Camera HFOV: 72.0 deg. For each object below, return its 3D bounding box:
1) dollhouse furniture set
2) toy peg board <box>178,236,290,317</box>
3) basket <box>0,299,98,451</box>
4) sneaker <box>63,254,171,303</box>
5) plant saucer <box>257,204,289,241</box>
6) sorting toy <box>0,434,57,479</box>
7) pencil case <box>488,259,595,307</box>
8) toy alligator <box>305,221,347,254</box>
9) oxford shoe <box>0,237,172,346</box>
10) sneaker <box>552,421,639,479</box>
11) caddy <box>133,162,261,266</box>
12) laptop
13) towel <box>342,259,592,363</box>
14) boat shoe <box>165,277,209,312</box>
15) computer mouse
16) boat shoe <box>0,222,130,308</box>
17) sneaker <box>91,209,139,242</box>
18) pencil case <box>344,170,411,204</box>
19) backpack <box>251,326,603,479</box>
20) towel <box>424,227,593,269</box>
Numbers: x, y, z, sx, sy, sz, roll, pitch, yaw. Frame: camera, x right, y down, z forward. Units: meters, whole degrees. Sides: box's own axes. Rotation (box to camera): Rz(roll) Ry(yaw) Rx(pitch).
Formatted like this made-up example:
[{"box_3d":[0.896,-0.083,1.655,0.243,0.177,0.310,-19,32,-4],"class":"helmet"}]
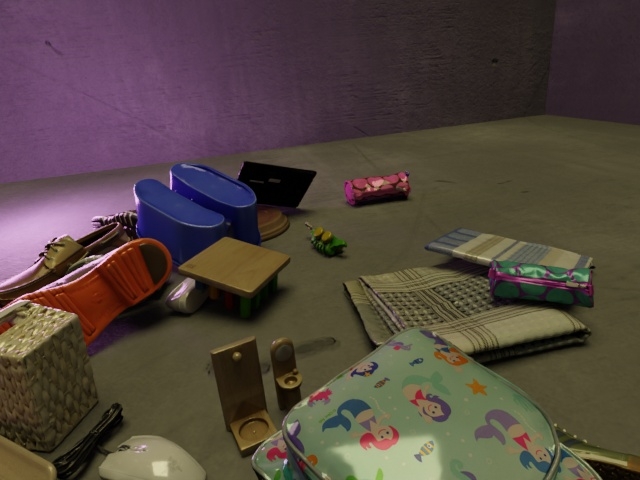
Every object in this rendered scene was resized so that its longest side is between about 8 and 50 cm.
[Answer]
[{"box_3d":[-0.031,0.194,0.520,0.144,0.123,0.151,-15,24,-24],"class":"dollhouse furniture set"},{"box_3d":[-0.168,0.075,0.879,0.160,0.079,0.161,15,27,18],"class":"toy peg board"},{"box_3d":[-0.382,0.181,0.587,0.103,0.168,0.113,6,24,10],"class":"basket"},{"box_3d":[-0.444,0.090,0.934,0.228,0.086,0.132,-6,24,-5],"class":"sneaker"},{"box_3d":[-0.230,-0.051,1.298,0.277,0.041,0.278,-4,22,2],"class":"plant saucer"},{"box_3d":[-0.395,0.298,0.446,0.347,0.047,0.196,3,27,31],"class":"sorting toy"},{"box_3d":[0.351,0.067,0.705,0.151,0.065,0.070,4,-9,25],"class":"pencil case"},{"box_3d":[0.000,0.000,1.106,0.051,0.056,0.189,-54,36,-6],"class":"toy alligator"},{"box_3d":[-0.443,0.122,0.794,0.363,0.130,0.132,-33,16,-28],"class":"oxford shoe"},{"box_3d":[0.246,0.218,0.474,0.192,0.064,0.086,-1,27,19],"class":"sneaker"},{"box_3d":[-0.309,-0.048,1.109,0.341,0.179,0.241,27,43,24],"class":"caddy"},{"box_3d":[-0.178,-0.186,1.406,0.234,0.264,0.137,3,53,-28],"class":"laptop"},{"box_3d":[0.221,0.108,0.771,0.323,0.056,0.312,-10,22,-9],"class":"towel"},{"box_3d":[-0.254,0.090,0.928,0.063,0.066,0.184,4,33,19],"class":"boat shoe"},{"box_3d":[-0.220,0.254,0.522,0.192,0.042,0.106,5,23,25],"class":"computer mouse"},{"box_3d":[-0.595,0.045,1.029,0.122,0.120,0.324,8,25,31],"class":"boat shoe"},{"box_3d":[-0.522,-0.052,1.285,0.281,0.107,0.162,8,22,32],"class":"sneaker"},{"box_3d":[0.186,-0.169,1.434,0.209,0.095,0.098,-11,38,-8],"class":"pencil case"},{"box_3d":[0.093,0.212,0.357,0.225,0.191,0.253,-25,43,-31],"class":"backpack"},{"box_3d":[0.380,0.032,0.884,0.284,0.034,0.209,16,20,33],"class":"towel"}]
